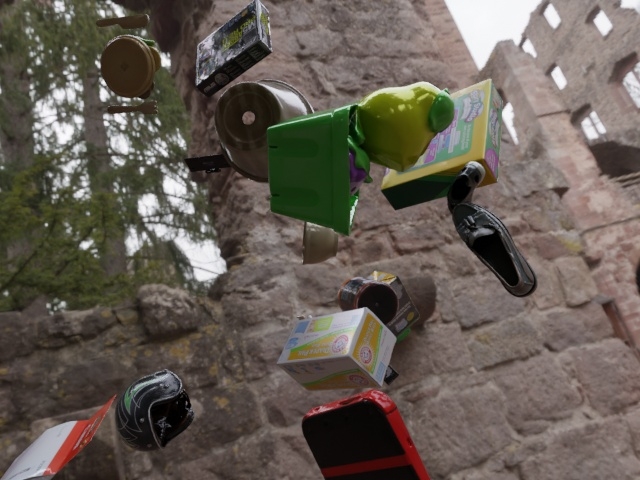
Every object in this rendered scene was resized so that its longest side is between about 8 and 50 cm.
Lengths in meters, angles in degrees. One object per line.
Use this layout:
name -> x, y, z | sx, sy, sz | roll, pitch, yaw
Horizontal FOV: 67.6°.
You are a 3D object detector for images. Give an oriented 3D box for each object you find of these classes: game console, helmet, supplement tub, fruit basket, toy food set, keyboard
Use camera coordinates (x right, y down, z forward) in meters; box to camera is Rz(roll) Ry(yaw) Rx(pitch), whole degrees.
game console -> 0.123, 0.613, 1.345 | 0.060, 0.342, 0.386 | -20, -11, -45
helmet -> -0.390, 0.397, 1.106 | 0.161, 0.169, 0.169 | -36, -6, -35
supplement tub -> 0.103, 0.140, 1.137 | 0.105, 0.106, 0.198 | -12, 3, -14
fruit basket -> 0.094, -0.188, 1.019 | 0.391, 0.283, 0.392 | -1, 18, 0
toy food set -> -0.391, -0.357, 0.990 | 0.132, 0.192, 0.038 | 1, 12, 10
keyboard -> -0.446, -0.308, 1.925 | 0.180, 0.023, 0.108 | -5, -32, 6

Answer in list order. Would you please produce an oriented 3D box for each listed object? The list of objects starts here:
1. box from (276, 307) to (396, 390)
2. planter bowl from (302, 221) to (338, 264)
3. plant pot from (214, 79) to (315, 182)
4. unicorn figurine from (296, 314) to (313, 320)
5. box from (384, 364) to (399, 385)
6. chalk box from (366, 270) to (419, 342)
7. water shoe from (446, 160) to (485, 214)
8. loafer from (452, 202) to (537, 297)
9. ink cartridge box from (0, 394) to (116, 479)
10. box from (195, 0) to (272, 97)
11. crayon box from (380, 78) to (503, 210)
box -> 0.031, 0.219, 0.945 | 0.203, 0.114, 0.103 | -20, -57, 42
planter bowl -> 0.000, 0.000, 1.528 | 0.109, 0.162, 0.162 | 3, -22, -5
plant pot -> -0.179, -0.335, 1.413 | 0.322, 0.324, 0.280 | -20, 1, 8
unicorn figurine -> 0.015, 0.233, 1.188 | 0.161, 0.060, 0.111 | 15, 8, -43
box -> 0.207, 0.426, 1.584 | 0.052, 0.083, 0.062 | -44, 19, -3
chalk box -> 0.211, 0.224, 1.517 | 0.132, 0.213, 0.132 | -37, 20, -20
water shoe -> 0.355, -0.122, 1.237 | 0.080, 0.073, 0.203 | -37, -25, -23
loafer -> 0.385, 0.008, 1.082 | 0.096, 0.268, 0.084 | -45, -33, 22
ink cartridge box -> -0.502, 0.392, 0.885 | 0.232, 0.066, 0.189 | -49, 13, -1
box -> -0.277, -0.604, 1.506 | 0.270, 0.217, 0.060 | -25, -37, 26
crayon box -> 0.366, -0.284, 1.424 | 0.312, 0.363, 0.106 | -13, -46, 37
